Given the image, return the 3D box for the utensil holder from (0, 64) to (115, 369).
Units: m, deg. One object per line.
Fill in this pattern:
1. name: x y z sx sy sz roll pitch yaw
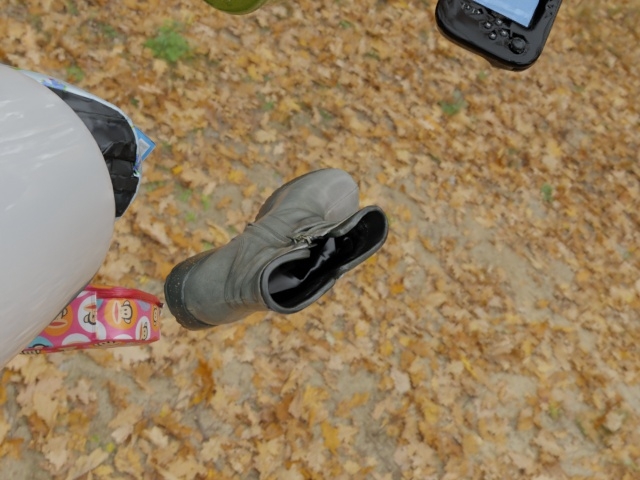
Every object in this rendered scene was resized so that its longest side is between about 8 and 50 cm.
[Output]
1. utensil holder: -0.401 0.010 0.645 0.328 0.327 0.385 32 23 -2

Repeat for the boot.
1. boot: 0.000 0.000 0.609 0.246 0.161 0.083 -39 109 -42

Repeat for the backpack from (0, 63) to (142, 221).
1. backpack: -0.462 -0.138 1.138 0.356 0.290 0.273 4 2 -14

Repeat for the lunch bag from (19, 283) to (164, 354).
1. lunch bag: -0.455 0.157 1.375 0.293 0.258 0.120 -4 79 6

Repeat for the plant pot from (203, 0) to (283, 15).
1. plant pot: -0.105 -0.637 1.464 0.366 0.366 0.353 36 50 4

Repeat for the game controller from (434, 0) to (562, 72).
1. game controller: 0.286 -0.394 1.084 0.166 0.067 0.319 30 66 -8

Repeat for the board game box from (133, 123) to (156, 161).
1. board game box: -0.530 -0.137 1.545 0.086 0.308 0.302 45 -12 -35
